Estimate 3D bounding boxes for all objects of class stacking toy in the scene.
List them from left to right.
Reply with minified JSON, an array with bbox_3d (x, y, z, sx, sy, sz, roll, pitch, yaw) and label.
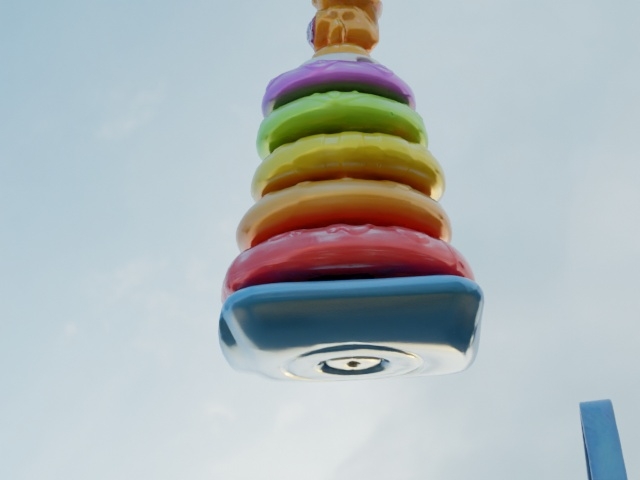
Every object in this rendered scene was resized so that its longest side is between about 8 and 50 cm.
[{"bbox_3d":[0.016,-0.062,0.839,0.165,0.302,0.175,-3,-19,4],"label":"stacking toy"}]

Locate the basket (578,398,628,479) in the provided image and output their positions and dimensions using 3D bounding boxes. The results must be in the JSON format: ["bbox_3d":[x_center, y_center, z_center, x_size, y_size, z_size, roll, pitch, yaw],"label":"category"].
[{"bbox_3d":[0.223,0.293,0.908,0.201,0.255,0.289,-10,-55,12],"label":"basket"}]
